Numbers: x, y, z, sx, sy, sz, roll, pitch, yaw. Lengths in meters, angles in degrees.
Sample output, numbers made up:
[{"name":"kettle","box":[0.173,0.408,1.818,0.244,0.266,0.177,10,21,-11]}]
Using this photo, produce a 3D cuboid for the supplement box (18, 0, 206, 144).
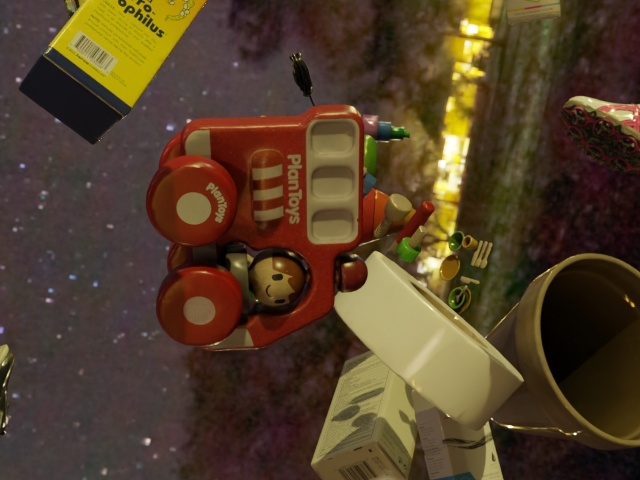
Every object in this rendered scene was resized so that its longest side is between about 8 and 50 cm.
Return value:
[{"name":"supplement box","box":[-0.425,-0.411,1.756,0.194,0.195,0.356,-20,37,55]}]

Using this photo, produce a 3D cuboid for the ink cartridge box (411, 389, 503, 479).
[{"name":"ink cartridge box","box":[0.219,0.319,1.362,0.060,0.104,0.180,-33,64,52]}]

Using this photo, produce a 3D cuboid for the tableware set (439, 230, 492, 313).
[{"name":"tableware set","box":[0.227,0.060,1.435,0.104,0.024,0.154,18,86,58]}]

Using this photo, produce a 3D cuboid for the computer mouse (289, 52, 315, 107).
[{"name":"computer mouse","box":[-0.015,-0.175,1.233,0.242,0.041,0.071,69,-173,-47]}]

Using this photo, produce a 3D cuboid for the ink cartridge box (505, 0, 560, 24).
[{"name":"ink cartridge box","box":[0.434,-0.563,1.751,0.062,0.109,0.209,-64,-35,-57]}]

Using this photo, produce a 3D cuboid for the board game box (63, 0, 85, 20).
[{"name":"board game box","box":[-0.501,-0.524,1.981,0.048,0.170,0.141,-169,63,-70]}]

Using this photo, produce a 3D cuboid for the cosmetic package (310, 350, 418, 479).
[{"name":"cosmetic package","box":[0.104,0.347,1.668,0.113,0.160,0.309,54,-150,-17]}]

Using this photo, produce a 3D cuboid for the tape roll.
[{"name":"tape roll","box":[0.153,0.141,1.224,0.100,0.286,0.286,-50,-5,6]}]

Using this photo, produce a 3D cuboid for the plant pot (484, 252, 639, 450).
[{"name":"plant pot","box":[0.421,0.216,1.476,0.280,0.323,0.323,-40,31,58]}]

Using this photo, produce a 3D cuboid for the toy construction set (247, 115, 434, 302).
[{"name":"toy construction set","box":[0.000,0.000,1.360,0.237,0.309,0.257,-58,28,36]}]

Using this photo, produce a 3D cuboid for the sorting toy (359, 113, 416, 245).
[{"name":"sorting toy","box":[0.137,-0.126,1.664,0.365,0.126,0.127,-84,-1,-48]}]

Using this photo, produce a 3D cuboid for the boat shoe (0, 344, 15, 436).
[{"name":"boat shoe","box":[-0.471,0.241,1.174,0.079,0.084,0.233,54,-161,-31]}]

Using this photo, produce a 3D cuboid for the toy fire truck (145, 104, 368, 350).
[{"name":"toy fire truck","box":[-0.068,-0.008,1.020,0.169,0.254,0.302,-101,9,-69]}]

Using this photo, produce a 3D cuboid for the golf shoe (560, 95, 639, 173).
[{"name":"golf shoe","box":[0.346,-0.110,0.886,0.086,0.186,0.067,-51,-23,-26]}]
